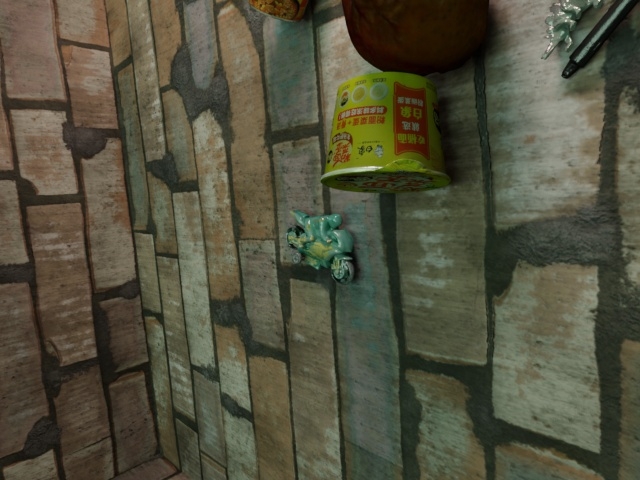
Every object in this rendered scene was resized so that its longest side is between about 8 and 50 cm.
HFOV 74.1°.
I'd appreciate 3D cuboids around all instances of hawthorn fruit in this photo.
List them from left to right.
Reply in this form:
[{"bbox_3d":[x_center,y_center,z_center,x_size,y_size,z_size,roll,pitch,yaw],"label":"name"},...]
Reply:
[{"bbox_3d":[0.195,-0.492,0.878,0.309,0.325,0.307,4,104,17],"label":"hawthorn fruit"}]

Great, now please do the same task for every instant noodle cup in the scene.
[{"bbox_3d":[-0.109,-0.740,1.210,0.213,0.213,0.174,46,134,29],"label":"instant noodle cup"},{"bbox_3d":[0.152,-0.240,0.990,0.312,0.312,0.221,-1,88,44],"label":"instant noodle cup"}]

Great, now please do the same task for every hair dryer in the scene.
[{"bbox_3d":[0.529,-0.387,0.740,0.114,0.071,0.248,52,133,25],"label":"hair dryer"}]

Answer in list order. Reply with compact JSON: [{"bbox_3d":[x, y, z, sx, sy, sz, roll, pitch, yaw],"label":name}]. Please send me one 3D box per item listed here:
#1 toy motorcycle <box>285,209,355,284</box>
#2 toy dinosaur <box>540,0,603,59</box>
[{"bbox_3d":[-0.001,-0.001,1.299,0.297,0.109,0.198,28,114,36],"label":"toy motorcycle"},{"bbox_3d":[0.474,-0.440,0.791,0.208,0.039,0.082,-60,37,23],"label":"toy dinosaur"}]
